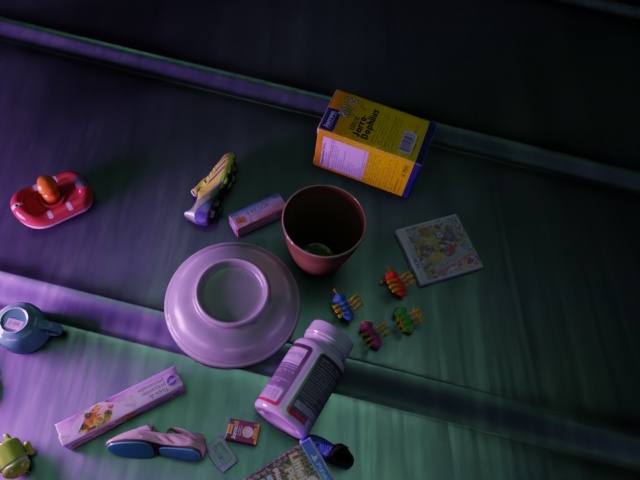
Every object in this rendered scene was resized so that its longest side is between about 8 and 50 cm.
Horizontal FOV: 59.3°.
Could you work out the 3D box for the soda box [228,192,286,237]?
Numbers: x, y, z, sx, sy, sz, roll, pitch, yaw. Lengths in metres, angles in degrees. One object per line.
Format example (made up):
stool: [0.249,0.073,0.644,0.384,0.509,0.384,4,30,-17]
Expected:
soda box: [-0.200,-0.081,1.799,0.183,0.058,0.063,-26,67,-20]

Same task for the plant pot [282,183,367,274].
plant pot: [0.000,0.000,1.666,0.237,0.254,0.237,3,62,-5]

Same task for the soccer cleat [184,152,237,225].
soccer cleat: [-0.351,-0.179,1.818,0.121,0.093,0.289,12,60,8]

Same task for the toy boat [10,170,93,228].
toy boat: [-0.821,-0.142,1.709,0.231,0.151,0.151,-30,68,-20]

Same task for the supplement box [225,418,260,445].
supplement box: [-0.204,0.507,1.487,0.083,0.043,0.055,10,62,0]

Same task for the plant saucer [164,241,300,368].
plant saucer: [-0.255,0.165,1.637,0.400,0.100,0.400,2,62,-5]

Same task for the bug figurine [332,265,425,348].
bug figurine: [0.173,0.204,1.679,0.279,0.072,0.216,-20,72,-22]

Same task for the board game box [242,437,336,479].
board game box: [-0.118,0.622,1.327,0.291,0.232,0.141,-27,67,-20]

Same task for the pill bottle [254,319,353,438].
pill bottle: [-0.036,0.367,1.515,0.161,0.161,0.283,30,62,10]

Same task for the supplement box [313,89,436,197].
supplement box: [0.177,-0.324,1.896,0.356,0.194,0.195,21,62,5]

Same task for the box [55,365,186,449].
box: [-0.518,0.438,1.477,0.324,0.067,0.063,-24,68,-19]

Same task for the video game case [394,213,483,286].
video game case: [0.382,0.028,1.824,0.227,0.026,0.206,-14,64,-14]

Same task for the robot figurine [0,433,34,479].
robot figurine: [-0.766,0.538,1.393,0.101,0.067,0.115,-26,67,-32]

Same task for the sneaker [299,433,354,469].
sneaker: [0.018,0.546,1.467,0.152,0.084,0.058,27,62,9]

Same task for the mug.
mug: [-0.807,0.228,1.540,0.158,0.097,0.129,-28,68,-19]

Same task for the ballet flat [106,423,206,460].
ballet flat: [-0.416,0.516,1.448,0.248,0.086,0.086,8,61,-4]

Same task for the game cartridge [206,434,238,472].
game cartridge: [-0.259,0.558,1.469,0.056,0.017,0.083,-31,69,-25]
